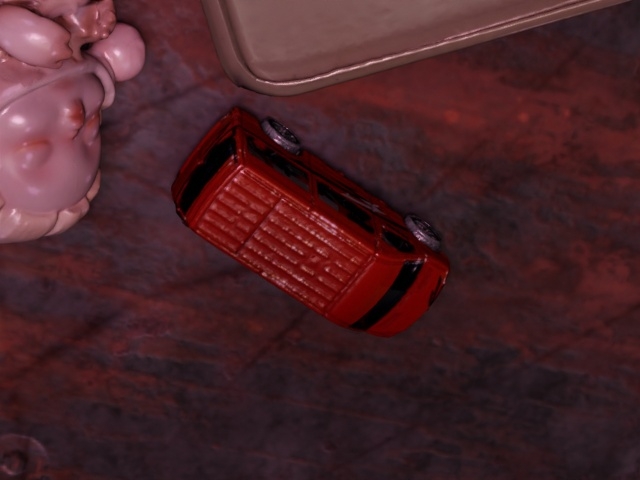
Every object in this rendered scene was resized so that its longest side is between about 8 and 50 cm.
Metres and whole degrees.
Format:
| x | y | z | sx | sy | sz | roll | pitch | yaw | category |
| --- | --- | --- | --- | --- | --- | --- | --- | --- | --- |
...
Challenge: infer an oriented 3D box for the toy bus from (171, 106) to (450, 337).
| x | y | z | sx | sy | sz | roll | pitch | yaw | category |
| --- | --- | --- | --- | --- | --- | --- | --- | --- | --- |
| 0.000 | 0.000 | 1.151 | 0.195 | 0.089 | 0.081 | 34 | 107 | -21 | toy bus |

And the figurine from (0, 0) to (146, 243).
| x | y | z | sx | sy | sz | roll | pitch | yaw | category |
| --- | --- | --- | --- | --- | --- | --- | --- | --- | --- |
| -0.191 | -0.098 | 1.046 | 0.144 | 0.182 | 0.256 | 13 | 116 | 4 | figurine |

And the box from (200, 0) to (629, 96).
| x | y | z | sx | sy | sz | roll | pitch | yaw | category |
| --- | --- | --- | --- | --- | --- | --- | --- | --- | --- |
| 0.057 | -0.199 | 1.015 | 0.274 | 0.178 | 0.138 | -15 | 117 | -1 | box |
